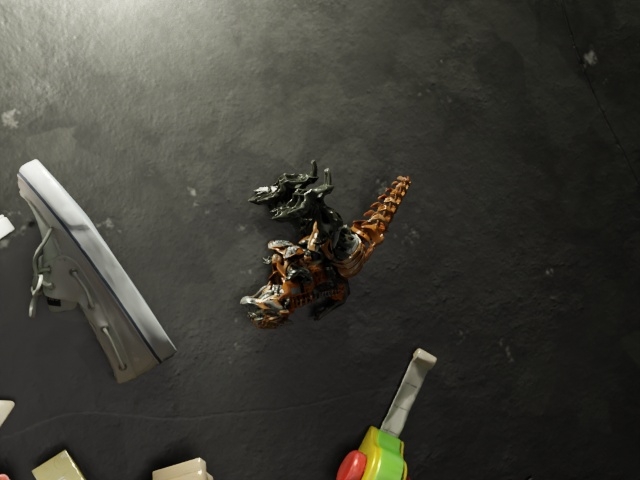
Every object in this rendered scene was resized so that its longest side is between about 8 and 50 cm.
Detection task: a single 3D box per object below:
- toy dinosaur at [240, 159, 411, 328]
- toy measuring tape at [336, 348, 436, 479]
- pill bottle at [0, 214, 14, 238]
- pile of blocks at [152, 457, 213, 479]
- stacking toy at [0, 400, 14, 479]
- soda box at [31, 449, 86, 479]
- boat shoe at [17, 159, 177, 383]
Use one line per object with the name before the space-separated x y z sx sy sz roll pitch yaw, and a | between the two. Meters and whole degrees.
toy dinosaur | 0.000 0.000 1.846 0.322 0.164 0.218 -46 115 -28
toy measuring tape | 0.115 0.333 1.865 0.121 0.121 0.330 29 83 -12
pill bottle | -0.553 -0.075 1.700 0.121 0.121 0.216 -39 98 -11
pile of blocks | -0.294 0.483 1.784 0.362 0.149 0.112 -39 142 -2
stacking toy | -0.610 0.353 1.719 0.309 0.130 0.279 16 60 -16
soda box | -0.359 0.406 1.730 0.061 0.058 0.181 -32 61 -13
boat shoe | -0.379 0.064 1.747 0.156 0.136 0.367 -34 107 -8
